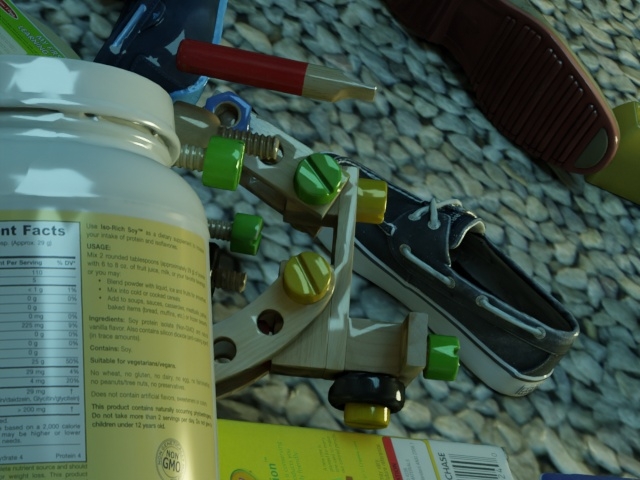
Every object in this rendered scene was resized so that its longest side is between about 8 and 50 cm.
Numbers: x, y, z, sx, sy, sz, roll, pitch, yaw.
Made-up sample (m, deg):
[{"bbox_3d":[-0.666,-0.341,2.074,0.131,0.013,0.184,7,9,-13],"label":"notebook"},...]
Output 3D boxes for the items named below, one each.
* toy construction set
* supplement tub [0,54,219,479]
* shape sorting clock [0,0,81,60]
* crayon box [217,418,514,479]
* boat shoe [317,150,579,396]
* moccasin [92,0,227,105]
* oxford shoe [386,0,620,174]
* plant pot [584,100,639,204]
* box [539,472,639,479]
[{"bbox_3d":[0.000,0.000,1.163,0.237,0.309,0.257,11,49,2],"label":"toy construction set"},{"bbox_3d":[-0.182,0.078,0.941,0.241,0.241,0.331,5,74,-32],"label":"supplement tub"},{"bbox_3d":[-0.289,-0.154,1.362,0.206,0.040,0.206,22,36,-17],"label":"shape sorting clock"},{"bbox_3d":[0.013,0.235,1.130,0.318,0.081,0.202,10,43,-28],"label":"crayon box"},{"bbox_3d":[0.106,0.008,1.420,0.301,0.102,0.108,44,39,13],"label":"boat shoe"},{"bbox_3d":[-0.149,-0.264,1.503,0.116,0.138,0.342,21,39,-18],"label":"moccasin"},{"bbox_3d":[0.222,-0.215,1.731,0.130,0.123,0.348,-14,59,-50],"label":"oxford shoe"},{"bbox_3d":[0.346,-0.104,1.727,0.081,0.083,0.081,22,39,-14],"label":"plant pot"},{"bbox_3d":[0.288,0.266,1.329,0.225,0.036,0.136,9,44,-28],"label":"box"}]
